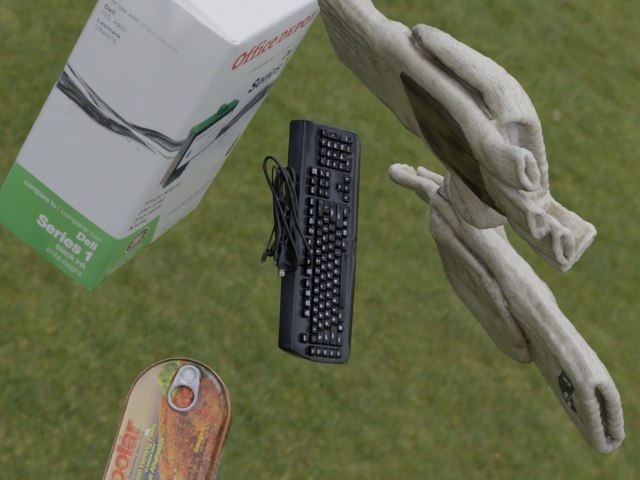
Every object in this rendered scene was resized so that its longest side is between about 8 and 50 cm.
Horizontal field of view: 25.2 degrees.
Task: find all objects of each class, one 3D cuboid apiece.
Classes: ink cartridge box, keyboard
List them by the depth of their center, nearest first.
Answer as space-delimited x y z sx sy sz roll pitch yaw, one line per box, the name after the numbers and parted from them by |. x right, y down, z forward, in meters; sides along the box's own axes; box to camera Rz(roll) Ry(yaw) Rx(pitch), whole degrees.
-0.102 -0.096 0.939 0.092 0.219 0.160 39 34 4 | ink cartridge box
0.000 0.000 1.134 0.100 0.038 0.192 8 80 -40 | keyboard

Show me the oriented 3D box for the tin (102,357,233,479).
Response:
-0.151 0.209 1.407 0.106 0.189 0.040 16 -10 5 | tin

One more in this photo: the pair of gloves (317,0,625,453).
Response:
0.084 -0.022 0.737 0.204 0.042 0.240 50 -10 47 | pair of gloves
